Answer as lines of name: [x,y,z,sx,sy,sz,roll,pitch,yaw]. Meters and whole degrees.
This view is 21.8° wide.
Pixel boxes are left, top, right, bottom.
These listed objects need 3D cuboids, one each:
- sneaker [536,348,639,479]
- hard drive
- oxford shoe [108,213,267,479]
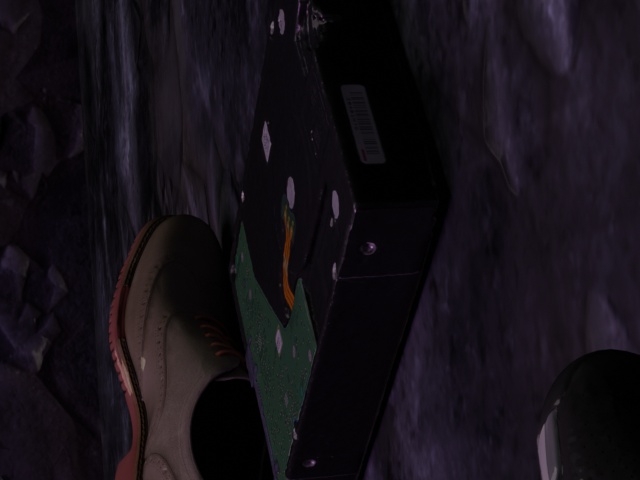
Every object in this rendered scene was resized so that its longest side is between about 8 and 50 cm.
sneaker: [0.155,0.115,0.543,0.132,0.086,0.229,117,138,-54]
hard drive: [0.000,0.000,1.157,0.339,0.064,0.237,104,159,-47]
oxford shoe: [-0.103,0.128,1.551,0.146,0.140,0.397,-36,47,37]
